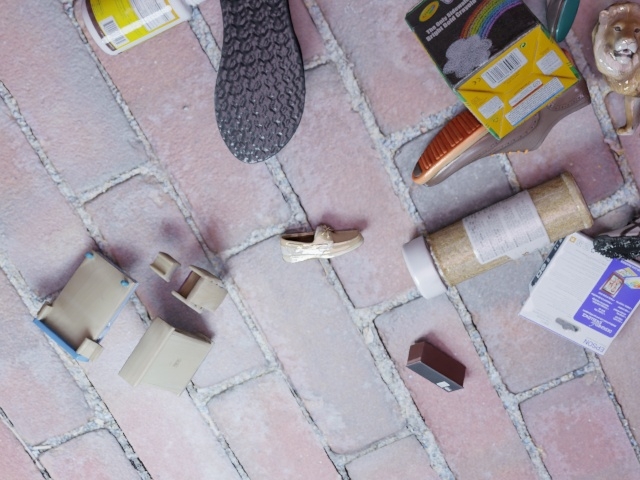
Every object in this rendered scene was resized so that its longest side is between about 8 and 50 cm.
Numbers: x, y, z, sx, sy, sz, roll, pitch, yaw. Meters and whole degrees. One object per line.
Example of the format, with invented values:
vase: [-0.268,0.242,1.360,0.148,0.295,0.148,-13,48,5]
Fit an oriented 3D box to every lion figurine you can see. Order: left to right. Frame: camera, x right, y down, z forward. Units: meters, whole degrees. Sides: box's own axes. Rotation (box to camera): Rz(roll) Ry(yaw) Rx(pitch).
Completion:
lion figurine: [0.671,-0.304,1.721,0.392,0.142,0.240,-1,104,-12]

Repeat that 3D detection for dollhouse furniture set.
dollhouse furniture set: [-0.378,0.133,1.954,0.303,0.198,0.286,32,87,22]

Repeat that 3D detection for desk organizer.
desk organizer: [0.242,0.264,1.981,0.130,0.050,0.047,33,143,-26]

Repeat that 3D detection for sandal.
sandal: [-0.110,-0.366,1.744,0.168,0.107,0.445,-1,98,4]

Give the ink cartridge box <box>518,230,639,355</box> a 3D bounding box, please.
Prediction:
ink cartridge box: [0.533,0.102,1.911,0.206,0.045,0.208,27,108,-7]

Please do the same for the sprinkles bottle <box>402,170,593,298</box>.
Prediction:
sprinkles bottle: [0.339,-0.009,1.836,0.356,0.121,0.121,-25,108,11]

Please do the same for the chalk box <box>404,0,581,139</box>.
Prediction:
chalk box: [0.283,-0.355,1.654,0.180,0.289,0.179,-37,138,17]

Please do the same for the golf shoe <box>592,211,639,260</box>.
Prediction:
golf shoe: [0.621,-0.019,1.844,0.198,0.093,0.077,-6,146,-2]

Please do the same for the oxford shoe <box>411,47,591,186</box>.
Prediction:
oxford shoe: [0.337,-0.195,1.767,0.364,0.130,0.132,-35,113,16]

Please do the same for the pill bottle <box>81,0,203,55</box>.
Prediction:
pill bottle: [-0.312,-0.428,1.708,0.215,0.117,0.117,-23,108,10]

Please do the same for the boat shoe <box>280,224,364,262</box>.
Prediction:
boat shoe: [0.000,0.000,1.886,0.170,0.063,0.059,-12,116,8]

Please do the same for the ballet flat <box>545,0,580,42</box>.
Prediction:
ballet flat: [0.437,-0.460,1.694,0.068,0.072,0.213,35,130,29]
